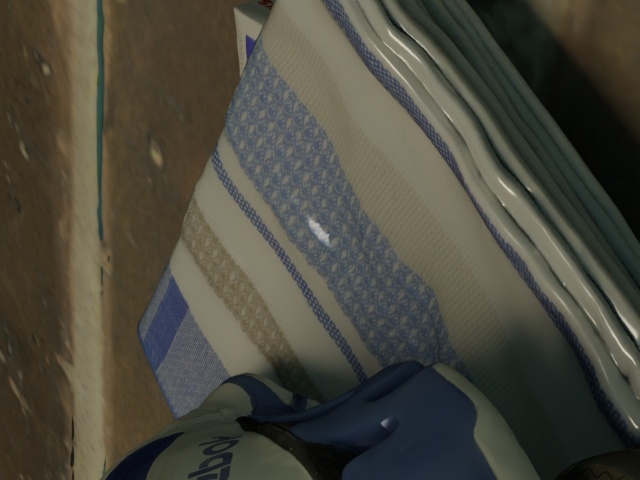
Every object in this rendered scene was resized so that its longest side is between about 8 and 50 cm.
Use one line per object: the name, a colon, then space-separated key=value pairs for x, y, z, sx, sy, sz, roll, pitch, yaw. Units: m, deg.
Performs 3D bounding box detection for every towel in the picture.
towel: x=0.014 y=0.041 z=0.634 sx=0.209 sy=0.034 sz=0.285 roll=58 pitch=148 yaw=20

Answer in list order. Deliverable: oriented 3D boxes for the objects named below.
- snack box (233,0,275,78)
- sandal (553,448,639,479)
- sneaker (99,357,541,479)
snack box: x=0.000 y=0.000 z=0.699 sx=0.064 sy=0.022 sz=0.178 roll=35 pitch=140 yaw=42
sandal: x=0.146 y=0.174 z=0.535 sx=0.302 sy=0.086 sz=0.120 roll=59 pitch=164 yaw=-21
sneaker: x=-0.066 y=0.121 z=0.587 sx=0.127 sy=0.182 sz=0.315 roll=70 pitch=159 yaw=5
